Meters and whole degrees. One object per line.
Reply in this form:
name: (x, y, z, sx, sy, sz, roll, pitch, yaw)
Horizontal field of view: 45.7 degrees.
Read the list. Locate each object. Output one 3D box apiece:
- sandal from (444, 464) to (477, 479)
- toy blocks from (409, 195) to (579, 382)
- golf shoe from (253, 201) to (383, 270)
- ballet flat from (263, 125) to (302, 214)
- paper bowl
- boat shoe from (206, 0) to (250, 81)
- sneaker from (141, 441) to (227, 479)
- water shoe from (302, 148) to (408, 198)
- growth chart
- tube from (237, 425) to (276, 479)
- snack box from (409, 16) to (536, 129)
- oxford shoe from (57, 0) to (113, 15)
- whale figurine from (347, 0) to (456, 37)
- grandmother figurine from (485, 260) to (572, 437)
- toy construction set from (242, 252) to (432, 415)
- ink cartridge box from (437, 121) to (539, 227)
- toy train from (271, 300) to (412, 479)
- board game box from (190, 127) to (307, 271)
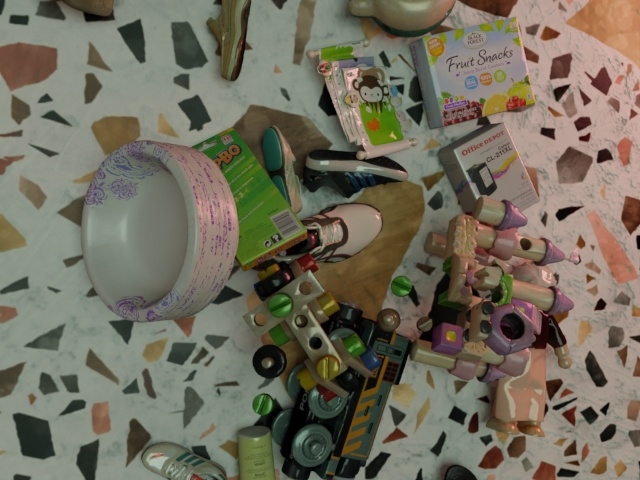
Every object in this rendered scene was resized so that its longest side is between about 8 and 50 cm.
sandal: (0.298, 0.503, 1.520, 0.067, 0.040, 0.179, -49, 118, -4)
toy blocks: (0.342, 0.101, 1.342, 0.260, 0.309, 0.288, 16, 68, -10)
golf shoe: (0.000, 0.000, 1.369, 0.273, 0.120, 0.105, -16, 95, -17)
ballet flat: (-0.067, -0.126, 1.386, 0.052, 0.057, 0.168, -15, 101, -44)
paper bowl: (-0.244, -0.013, 1.224, 0.148, 0.284, 0.284, 3, 91, -52)
boat shoe: (-0.166, -0.374, 1.340, 0.072, 0.068, 0.189, 8, 80, -5)
sneaker: (-0.233, 0.404, 1.332, 0.161, 0.075, 0.057, 26, 84, -16)
water shoe: (0.063, -0.120, 1.420, 0.203, 0.073, 0.080, 6, 118, -18)
growth chart: (0.085, -0.263, 1.413, 0.172, 0.021, 0.237, -28, 95, -33)
tube: (-0.111, 0.461, 1.383, 0.070, 0.062, 0.240, 1, 98, 23)
snack box: (0.295, -0.323, 1.471, 0.207, 0.070, 0.174, -16, 97, -17)
oxford shoe: (-0.364, -0.542, 1.261, 0.130, 0.123, 0.348, 19, 85, -43)
whale figurine: (0.122, -0.484, 1.400, 0.272, 0.141, 0.216, 36, 81, 10)
grandmother figurine: (0.401, 0.208, 1.510, 0.208, 0.104, 0.342, 11, 85, -26)
toy construction set: (0.020, 0.133, 1.187, 0.309, 0.237, 0.257, -8, 83, 4)
ink cartridge box: (0.327, -0.126, 1.485, 0.128, 0.072, 0.175, -29, 100, -13)
toy train: (0.040, 0.282, 1.386, 0.190, 0.142, 0.333, 19, 87, -26)
board game box: (-0.141, -0.077, 1.307, 0.124, 0.039, 0.259, -28, 66, -14)
